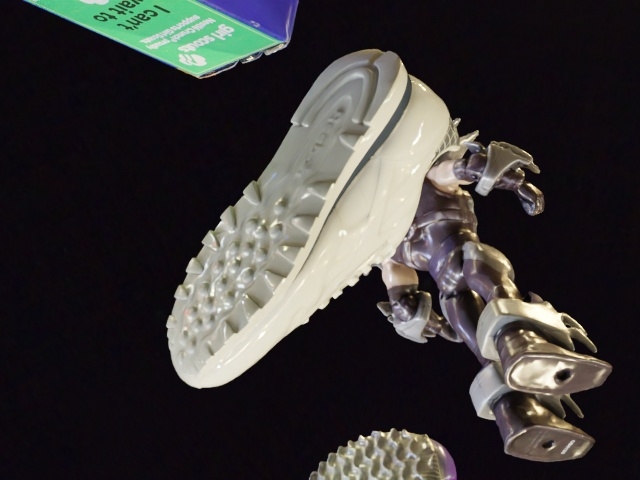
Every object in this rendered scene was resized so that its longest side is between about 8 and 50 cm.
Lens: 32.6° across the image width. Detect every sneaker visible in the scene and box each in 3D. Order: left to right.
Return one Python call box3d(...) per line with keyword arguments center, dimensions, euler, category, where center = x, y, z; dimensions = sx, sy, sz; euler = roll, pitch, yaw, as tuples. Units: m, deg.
box3d(center=(0.000, 0.000, 0.672), dimensions=(0.235, 0.095, 0.090), euler=(-52, -137, -2), category="sneaker")
box3d(center=(0.036, 0.279, 0.936), dimensions=(0.146, 0.293, 0.102), euler=(28, -153, -28), category="sneaker")

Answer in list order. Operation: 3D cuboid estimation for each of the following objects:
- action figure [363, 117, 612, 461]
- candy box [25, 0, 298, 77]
box3d(center=(0.114, 0.030, 0.834), dimensions=(0.099, 0.185, 0.285), euler=(0, -141, -23), category="action figure")
box3d(center=(-0.146, -0.288, 0.682), dimensions=(0.317, 0.122, 0.268), euler=(20, -105, -34), category="candy box")
